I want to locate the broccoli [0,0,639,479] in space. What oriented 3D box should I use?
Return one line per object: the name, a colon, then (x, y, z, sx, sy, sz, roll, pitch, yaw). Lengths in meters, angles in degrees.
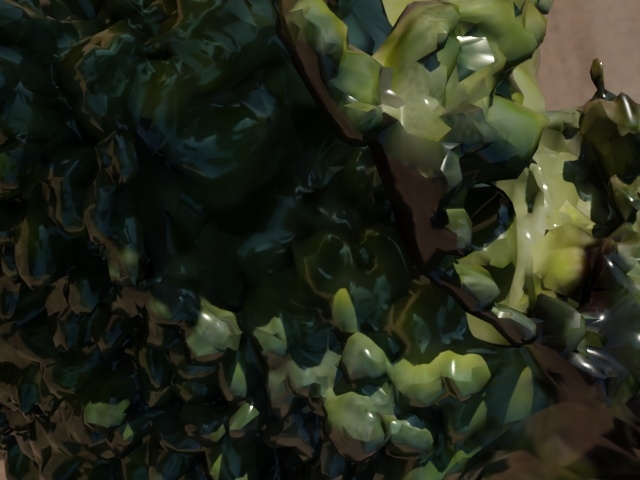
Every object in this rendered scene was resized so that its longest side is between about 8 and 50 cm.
broccoli: (-0.009, 0.021, 0.569, 0.324, 0.334, 0.272, 31, 76, -77)
